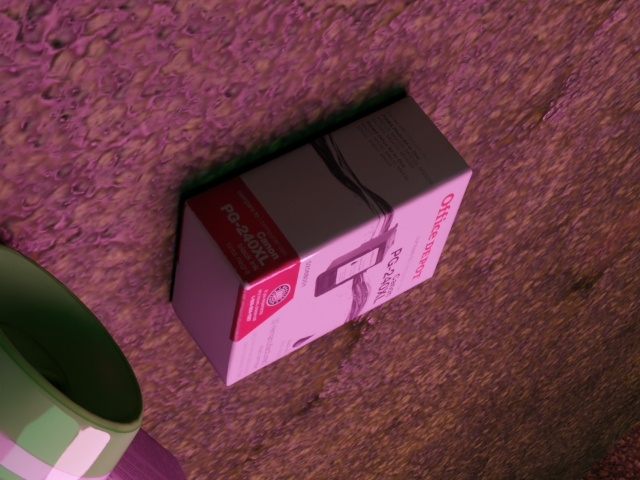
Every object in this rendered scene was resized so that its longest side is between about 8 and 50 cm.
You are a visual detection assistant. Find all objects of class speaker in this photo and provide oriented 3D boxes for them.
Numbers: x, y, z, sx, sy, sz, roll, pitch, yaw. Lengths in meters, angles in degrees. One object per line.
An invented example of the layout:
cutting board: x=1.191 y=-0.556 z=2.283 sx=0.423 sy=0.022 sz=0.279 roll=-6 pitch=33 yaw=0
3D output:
speaker: x=-0.220 y=0.135 z=0.565 sx=0.296 sy=0.131 sz=0.131 roll=-42 pitch=157 yaw=9

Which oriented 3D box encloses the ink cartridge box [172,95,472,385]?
ink cartridge box: x=0.000 y=0.000 z=0.709 sx=0.150 sy=0.063 sz=0.109 roll=-26 pitch=154 yaw=-25

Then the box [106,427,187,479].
box: x=-0.173 y=0.186 z=0.704 sx=0.203 sy=0.103 sz=0.114 roll=-38 pitch=129 yaw=2
